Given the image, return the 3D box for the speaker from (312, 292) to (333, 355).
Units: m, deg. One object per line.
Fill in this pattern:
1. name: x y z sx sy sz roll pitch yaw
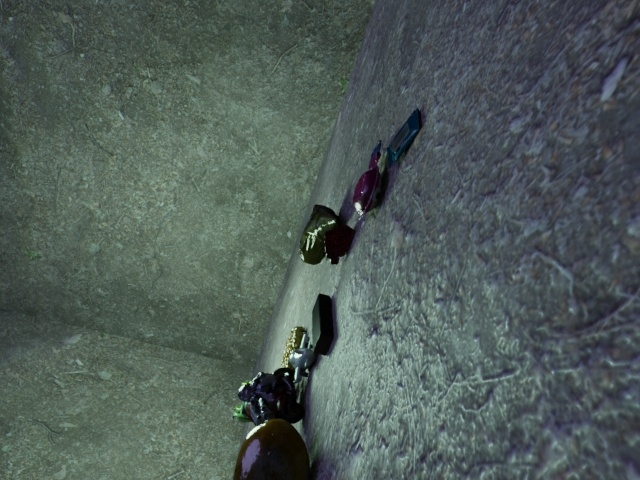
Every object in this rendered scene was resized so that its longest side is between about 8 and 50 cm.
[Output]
1. speaker: 0.006 0.265 1.293 0.218 0.044 0.082 -94 22 -66

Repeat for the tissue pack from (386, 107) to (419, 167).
1. tissue pack: 0.210 -0.255 1.008 0.138 0.028 0.085 122 160 -46

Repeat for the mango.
1. mango: -0.123 0.620 1.009 0.146 0.193 0.316 60 -149 -73

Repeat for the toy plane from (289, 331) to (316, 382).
1. toy plane: -0.065 0.403 1.378 0.174 0.080 0.174 -165 90 -84

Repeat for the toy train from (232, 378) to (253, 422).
1. toy train: -0.290 0.746 1.836 0.271 0.188 0.159 131 154 -76

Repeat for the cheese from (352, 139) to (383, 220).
1. cheese: 0.144 -0.173 1.156 0.155 0.062 0.244 130 156 -68

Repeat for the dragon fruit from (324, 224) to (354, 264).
1. dragon fruit: 0.063 0.013 1.337 0.063 0.097 0.131 -88 -4 -70

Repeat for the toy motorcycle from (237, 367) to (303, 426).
1. toy motorcycle: -0.162 0.537 1.303 0.401 0.207 0.134 -129 40 -70

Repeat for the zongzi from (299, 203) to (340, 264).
1. zongzi: 0.000 0.000 1.582 0.274 0.125 0.251 -125 52 -72

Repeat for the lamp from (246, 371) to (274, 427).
1. lamp: -0.203 0.626 1.546 0.215 0.151 0.223 -3 87 51

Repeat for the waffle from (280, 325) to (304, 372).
1. waffle: -0.121 0.482 1.675 0.249 0.056 0.253 150 137 -79
